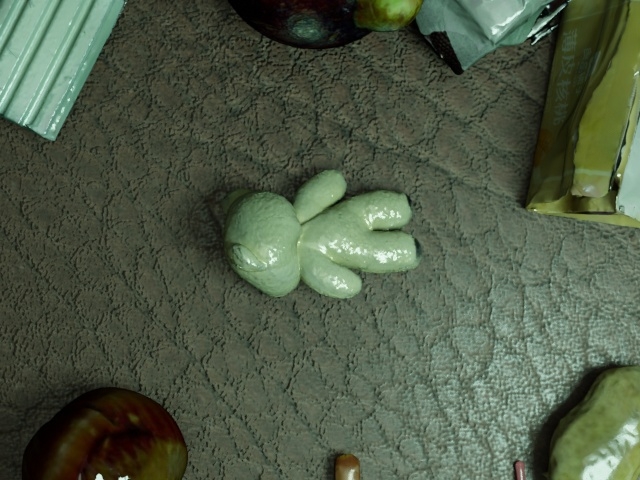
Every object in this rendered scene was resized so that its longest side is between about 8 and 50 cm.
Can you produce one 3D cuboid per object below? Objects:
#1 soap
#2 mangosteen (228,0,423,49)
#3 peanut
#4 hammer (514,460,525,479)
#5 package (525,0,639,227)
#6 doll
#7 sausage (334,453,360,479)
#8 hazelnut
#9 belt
[{"bbox_3d":[-0.390,-0.287,1.495,0.150,0.094,0.261,27,84,-4],"label":"soap"},{"bbox_3d":[0.011,-0.412,1.397,0.330,0.330,0.330,0,86,-1],"label":"mangosteen"},{"bbox_3d":[0.389,0.273,1.445,0.129,0.129,0.224,39,77,2],"label":"peanut"},{"bbox_3d":[0.283,0.351,1.483,0.052,0.031,0.083,-4,79,-5],"label":"hammer"},{"bbox_3d":[0.389,-0.187,1.429,0.221,0.165,0.311,12,85,30],"label":"package"},{"bbox_3d":[0.001,0.004,1.473,0.278,0.175,0.149,-3,123,-9],"label":"doll"},{"bbox_3d":[0.039,0.363,1.471,0.039,0.041,0.131,-1,85,4],"label":"sausage"},{"bbox_3d":[-0.292,0.303,1.403,0.229,0.229,0.230,0,86,-1],"label":"hazelnut"},{"bbox_3d":[0.270,-0.353,1.463,0.289,0.184,0.164,-41,90,2],"label":"belt"}]
